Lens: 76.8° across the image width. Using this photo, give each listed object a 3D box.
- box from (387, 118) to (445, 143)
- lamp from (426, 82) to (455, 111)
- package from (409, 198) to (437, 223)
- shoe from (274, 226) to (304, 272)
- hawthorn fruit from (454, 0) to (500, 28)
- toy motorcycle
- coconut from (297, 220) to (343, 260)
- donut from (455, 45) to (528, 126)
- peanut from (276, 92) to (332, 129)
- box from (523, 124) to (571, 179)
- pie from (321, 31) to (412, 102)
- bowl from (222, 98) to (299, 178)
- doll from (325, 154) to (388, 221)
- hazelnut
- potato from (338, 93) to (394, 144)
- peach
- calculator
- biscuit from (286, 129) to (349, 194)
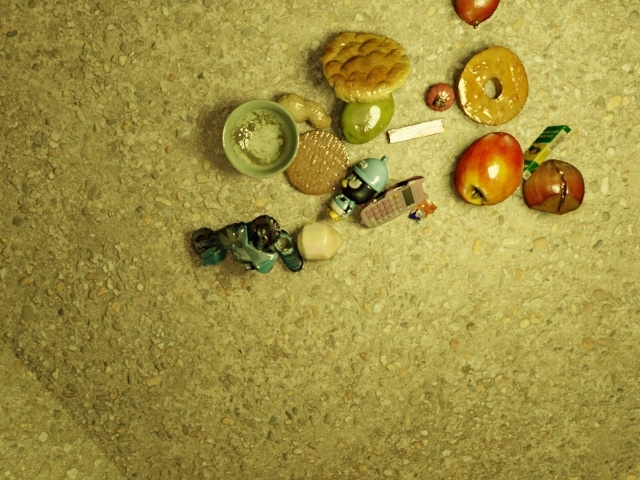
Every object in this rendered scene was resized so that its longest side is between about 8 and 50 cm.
[{"bbox_3d":[0.376,-0.429,1.592,0.218,0.039,0.055,-11,101,4],"label":"box"},{"bbox_3d":[0.458,-0.544,1.539,0.108,0.092,0.107,13,135,14],"label":"lamp"},{"bbox_3d":[0.420,-0.122,1.663,0.077,0.033,0.110,40,86,16],"label":"package"},{"bbox_3d":[-0.139,0.043,1.673,0.092,0.106,0.207,-27,103,7],"label":"shoe"},{"bbox_3d":[0.556,-0.855,1.431,0.169,0.169,0.187,4,94,0],"label":"hawthorn fruit"},{"bbox_3d":[-0.336,0.036,1.631,0.417,0.172,0.232,-10,101,19],"label":"toy motorcycle"},{"bbox_3d":[0.000,0.000,1.634,0.183,0.171,0.170,-8,102,5],"label":"coconut"},{"bbox_3d":[0.627,-0.564,1.510,0.278,0.108,0.277,-2,102,-8],"label":"donut"},{"bbox_3d":[-0.062,-0.500,1.564,0.228,0.085,0.104,18,128,-3],"label":"peanut"},{"bbox_3d":[0.835,-0.339,1.555,0.034,0.132,0.235,38,100,-8],"label":"box"},{"bbox_3d":[0.159,-0.626,1.457,0.340,0.083,0.339,0,64,1],"label":"pie"},{"bbox_3d":[-0.221,-0.386,1.561,0.290,0.146,0.289,0,101,0],"label":"bowl"},{"bbox_3d":[0.149,-0.211,1.577,0.141,0.177,0.314,37,104,-30],"label":"doll"},{"bbox_3d":[0.901,-0.209,1.560,0.212,0.181,0.180,2,122,11],"label":"hazelnut"},{"bbox_3d":[0.174,-0.482,1.526,0.186,0.148,0.253,26,96,13],"label":"potato"},{"bbox_3d":[0.640,-0.267,1.525,0.238,0.281,0.280,17,106,42],"label":"peach"},{"bbox_3d":[0.283,-0.147,1.599,0.294,0.194,0.043,-29,59,6],"label":"calculator"},{"bbox_3d":[-0.012,-0.311,1.628,0.262,0.037,0.261,0,103,1],"label":"biscuit"}]
